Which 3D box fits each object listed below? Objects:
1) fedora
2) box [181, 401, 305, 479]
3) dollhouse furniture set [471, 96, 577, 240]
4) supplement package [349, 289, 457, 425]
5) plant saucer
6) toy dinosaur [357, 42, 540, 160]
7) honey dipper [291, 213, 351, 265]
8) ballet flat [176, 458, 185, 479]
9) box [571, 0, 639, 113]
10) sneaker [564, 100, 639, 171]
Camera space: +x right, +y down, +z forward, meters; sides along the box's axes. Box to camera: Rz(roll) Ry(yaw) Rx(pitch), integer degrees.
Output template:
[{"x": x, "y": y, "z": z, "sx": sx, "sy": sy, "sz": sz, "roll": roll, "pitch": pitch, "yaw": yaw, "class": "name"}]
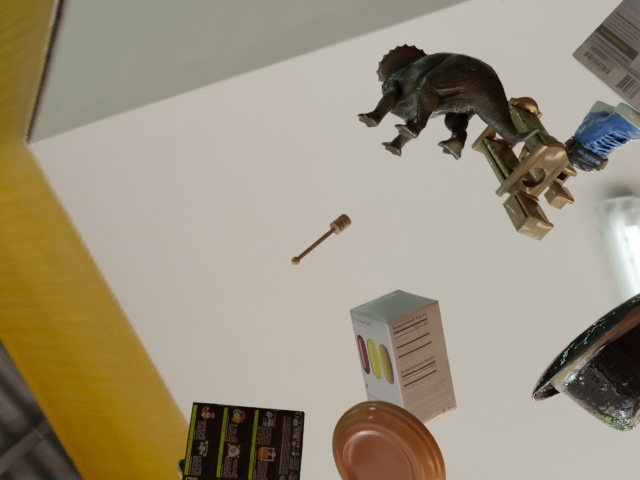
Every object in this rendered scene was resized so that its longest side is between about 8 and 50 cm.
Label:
[{"x": 0.512, "y": 0.222, "z": 1.352, "sx": 0.334, "sy": 0.334, "sz": 0.152, "roll": -2, "pitch": -132, "yaw": -50, "class": "fedora"}, {"x": -0.121, "y": 0.356, "z": 1.260, "sx": 0.045, "sy": 0.184, "sz": 0.191, "roll": 95, "pitch": 179, "yaw": -64, "class": "box"}, {"x": 0.319, "y": -0.084, "z": 1.081, "sx": 0.160, "sy": 0.101, "sz": 0.182, "roll": 18, "pitch": -144, "yaw": -29, "class": "dollhouse furniture set"}, {"x": 0.169, "y": 0.243, "z": 1.648, "sx": 0.133, "sy": 0.139, "sz": 0.244, "roll": -20, "pitch": -73, "yaw": -28, "class": "supplement package"}, {"x": 0.099, "y": 0.350, "z": 1.265, "sx": 0.037, "sy": 0.199, "sz": 0.200, "roll": -26, "pitch": -76, "yaw": -53, "class": "plant saucer"}, {"x": 0.153, "y": -0.193, "z": 1.057, "sx": 0.121, "sy": 0.313, "sz": 0.160, "roll": 37, "pitch": -104, "yaw": -32, "class": "toy dinosaur"}, {"x": 0.000, "y": 0.000, "z": 1.622, "sx": 0.160, "sy": 0.030, "sz": 0.031, "roll": -39, "pitch": -66, "yaw": -30, "class": "honey dipper"}, {"x": -0.173, "y": 0.422, "z": 1.316, "sx": 0.173, "sy": 0.049, "sz": 0.057, "roll": 44, "pitch": -151, "yaw": -8, "class": "ballet flat"}, {"x": 0.460, "y": -0.275, "z": 1.089, "sx": 0.145, "sy": 0.186, "sz": 0.038, "roll": 50, "pitch": -161, "yaw": 27, "class": "box"}, {"x": 0.332, "y": -0.114, "z": 0.936, "sx": 0.058, "sy": 0.152, "sz": 0.085, "roll": 31, "pitch": -79, "yaw": -10, "class": "sneaker"}]
